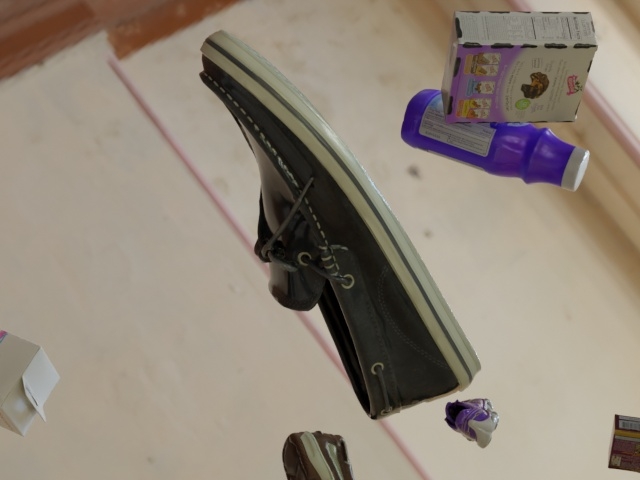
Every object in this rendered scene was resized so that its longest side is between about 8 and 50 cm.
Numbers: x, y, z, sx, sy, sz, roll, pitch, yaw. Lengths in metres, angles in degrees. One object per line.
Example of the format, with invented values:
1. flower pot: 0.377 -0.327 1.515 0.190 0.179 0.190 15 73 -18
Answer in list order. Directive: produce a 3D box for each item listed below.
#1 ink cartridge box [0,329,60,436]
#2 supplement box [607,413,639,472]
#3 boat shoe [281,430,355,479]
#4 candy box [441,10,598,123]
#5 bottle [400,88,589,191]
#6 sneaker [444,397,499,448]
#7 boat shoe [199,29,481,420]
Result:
1. ink cartridge box: -0.396 0.167 1.466 0.090 0.143 0.092 -61 161 -26
2. supplement box: 0.487 0.322 1.893 0.043 0.055 0.083 -70 164 -54
3. boat shoe: 0.032 0.362 1.554 0.095 0.257 0.095 -1 148 -27
4. candy box: 0.280 -0.245 1.709 0.196 0.070 0.165 0 145 -3
5. bottle: 0.269 -0.152 1.844 0.118 0.282 0.092 -32 139 -59
6. sneaker: 0.211 0.251 1.734 0.068 0.071 0.170 -63 -179 -4
7. boat shoe: 0.000 0.000 1.305 0.156 0.500 0.187 -34 -156 -2
